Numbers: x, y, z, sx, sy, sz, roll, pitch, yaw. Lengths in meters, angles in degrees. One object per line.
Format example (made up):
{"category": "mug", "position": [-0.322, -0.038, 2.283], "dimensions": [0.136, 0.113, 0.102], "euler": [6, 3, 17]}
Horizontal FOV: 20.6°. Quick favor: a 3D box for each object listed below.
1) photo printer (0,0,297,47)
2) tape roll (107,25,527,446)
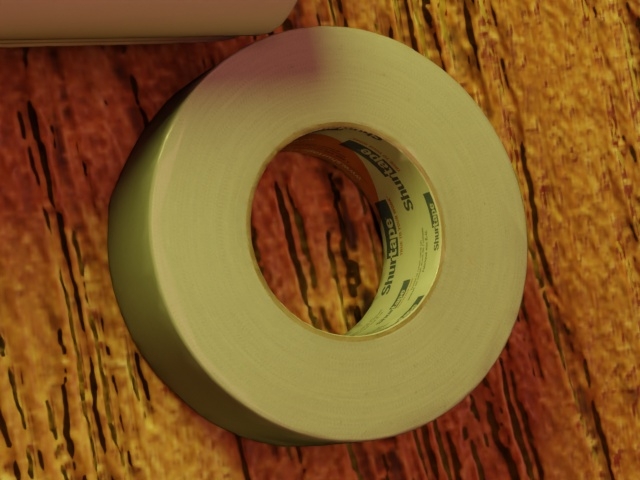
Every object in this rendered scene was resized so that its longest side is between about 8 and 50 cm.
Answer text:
{"category": "photo printer", "position": [-0.178, -0.215, 0.851], "dimensions": [0.308, 0.107, 0.256], "euler": [-5, 71, -28]}
{"category": "tape roll", "position": [0.000, 0.000, 0.943], "dimensions": [0.219, 0.072, 0.219], "euler": [5, 79, -25]}
